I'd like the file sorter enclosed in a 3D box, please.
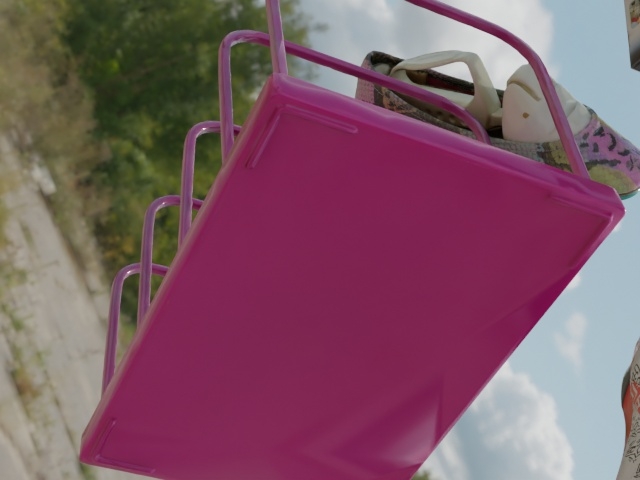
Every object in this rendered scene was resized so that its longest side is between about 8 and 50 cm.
[{"bbox_3d":[0.000,0.000,0.739,0.182,0.202,0.291,-97,-149,-48],"label":"file sorter"}]

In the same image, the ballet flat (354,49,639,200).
[{"bbox_3d":[0.113,-0.086,0.809,0.221,0.077,0.079,18,-50,33],"label":"ballet flat"}]

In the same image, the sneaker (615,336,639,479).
[{"bbox_3d":[0.246,0.107,0.752,0.270,0.090,0.145,-71,176,-58],"label":"sneaker"}]

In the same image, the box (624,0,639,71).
[{"bbox_3d":[0.298,-0.218,0.874,0.207,0.036,0.114,-43,-142,53],"label":"box"}]
